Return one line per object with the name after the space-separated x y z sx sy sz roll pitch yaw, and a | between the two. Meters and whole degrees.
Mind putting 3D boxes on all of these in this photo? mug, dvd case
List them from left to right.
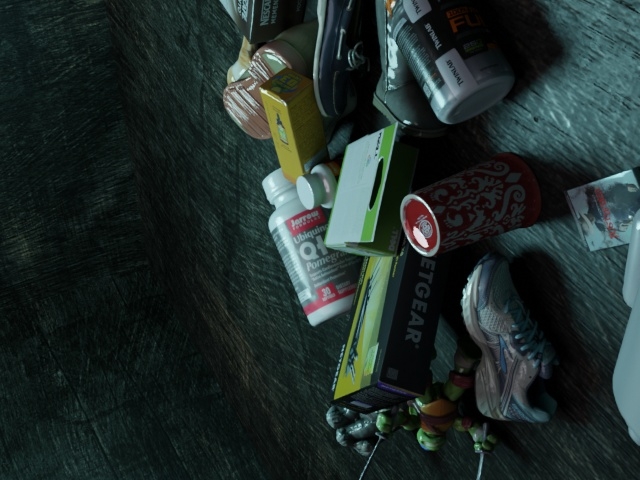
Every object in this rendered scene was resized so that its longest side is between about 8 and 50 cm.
0.206 -0.032 1.036 0.113 0.169 0.150 50 149 38 | mug
0.357 -0.035 0.900 0.119 0.013 0.087 -23 88 68 | dvd case

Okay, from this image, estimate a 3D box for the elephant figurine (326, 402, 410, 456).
0.139 0.336 1.518 0.169 0.186 0.239 38 128 -8 | elephant figurine

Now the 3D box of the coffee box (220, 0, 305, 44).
-0.146 -0.556 1.453 0.297 0.119 0.168 58 153 27 | coffee box

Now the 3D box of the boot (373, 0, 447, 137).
0.139 -0.282 1.127 0.190 0.076 0.208 44 139 42 | boot

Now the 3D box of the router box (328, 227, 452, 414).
0.120 0.125 1.243 0.243 0.081 0.308 132 156 -63 | router box

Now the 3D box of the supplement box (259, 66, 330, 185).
-0.041 -0.199 1.348 0.078 0.080 0.233 35 158 31 | supplement box

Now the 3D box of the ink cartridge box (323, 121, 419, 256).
0.100 -0.071 1.179 0.255 0.097 0.188 178 106 -75 | ink cartridge box

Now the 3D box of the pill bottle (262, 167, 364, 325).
0.000 0.000 1.503 0.318 0.176 0.176 66 156 8 | pill bottle

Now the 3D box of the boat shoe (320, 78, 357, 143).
-0.016 -0.242 1.456 0.267 0.088 0.096 -24 87 66 | boat shoe

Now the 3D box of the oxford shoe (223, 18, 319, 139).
-0.086 -0.320 1.500 0.140 0.146 0.397 47 157 -11 | oxford shoe

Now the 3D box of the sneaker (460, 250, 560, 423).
0.299 0.148 1.099 0.122 0.110 0.282 7 118 45 | sneaker

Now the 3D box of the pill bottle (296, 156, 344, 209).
0.037 -0.110 1.365 0.086 0.152 0.086 46 147 42 | pill bottle

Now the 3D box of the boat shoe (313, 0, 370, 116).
0.040 -0.333 1.253 0.079 0.095 0.254 10 112 17 | boat shoe

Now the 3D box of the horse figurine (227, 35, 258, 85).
-0.159 -0.375 1.697 0.174 0.066 0.263 60 153 8 | horse figurine

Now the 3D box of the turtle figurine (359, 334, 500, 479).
0.208 0.311 1.267 0.198 0.275 0.266 18 123 28 | turtle figurine

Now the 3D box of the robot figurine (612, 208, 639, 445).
0.394 0.084 0.677 0.300 0.200 0.353 50 150 47 | robot figurine

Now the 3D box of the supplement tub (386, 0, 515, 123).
0.171 -0.265 0.994 0.190 0.117 0.117 63 156 13 | supplement tub
